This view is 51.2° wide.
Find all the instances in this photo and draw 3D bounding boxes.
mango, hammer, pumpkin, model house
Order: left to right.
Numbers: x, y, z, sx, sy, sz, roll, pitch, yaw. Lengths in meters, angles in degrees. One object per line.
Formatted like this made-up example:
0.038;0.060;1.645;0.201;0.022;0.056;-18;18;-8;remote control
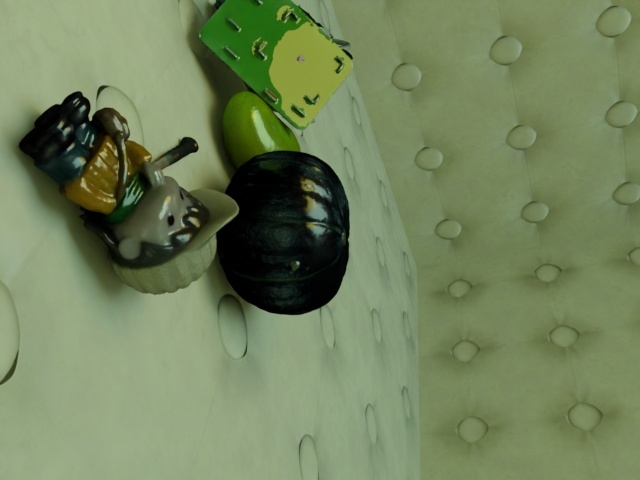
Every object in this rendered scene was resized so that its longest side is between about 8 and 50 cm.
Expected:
-0.293;-0.149;1.260;0.287;0.033;0.111;-64;139;-65;hammer
-0.156;-0.450;1.688;0.358;0.313;0.242;39;75;-18;model house
-0.147;-0.226;1.613;0.273;0.149;0.185;42;48;-57;mango
-0.073;-0.021;1.470;0.363;0.266;0.363;0;90;-75;pumpkin

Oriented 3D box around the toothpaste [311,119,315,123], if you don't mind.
-0.063;-0.506;2.305;0.064;0.041;0.218;-96;165;-66;toothpaste

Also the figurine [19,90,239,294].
-0.297;-0.056;1.010;0.332;0.204;0.185;36;37;-24;figurine

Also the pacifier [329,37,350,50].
-0.047;-0.548;2.131;0.299;0.244;0.233;-65;171;-62;pacifier
